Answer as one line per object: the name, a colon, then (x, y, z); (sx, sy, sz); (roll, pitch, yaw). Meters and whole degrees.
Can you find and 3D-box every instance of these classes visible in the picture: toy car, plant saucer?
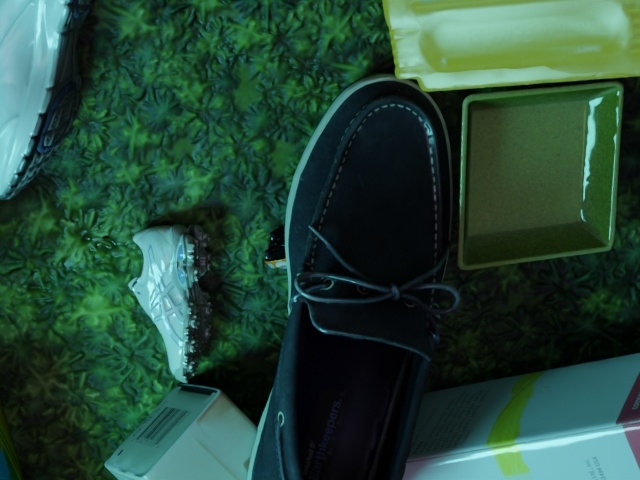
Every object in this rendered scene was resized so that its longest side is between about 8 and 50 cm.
toy car: (0.000, 0.000, 1.794); (0.122, 0.060, 0.040); (-21, 124, 5)
plant saucer: (0.221, -0.074, 1.771); (0.188, 0.045, 0.188); (-7, 110, -22)

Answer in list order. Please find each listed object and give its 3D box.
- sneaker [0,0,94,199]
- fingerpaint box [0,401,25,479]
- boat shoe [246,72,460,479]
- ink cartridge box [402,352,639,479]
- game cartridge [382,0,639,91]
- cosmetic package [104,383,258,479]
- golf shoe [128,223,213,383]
sneaker: (-0.307, -0.188, 1.698); (0.129, 0.111, 0.297); (15, 103, 7)
fingerpaint box: (-0.528, 0.369, 1.822); (0.445, 0.163, 0.371); (-14, 110, -1)
boat shoe: (0.045, 0.073, 1.709); (0.187, 0.156, 0.500); (15, 83, -18)
ink cartridge box: (0.284, 0.281, 1.773); (0.385, 0.160, 0.279); (-14, 111, 32)
game cartridge: (0.185, -0.310, 1.636); (0.285, 0.053, 0.323); (-3, 106, 26)
cosmetic package: (-0.073, 0.301, 1.819); (0.129, 0.153, 0.296); (-47, 107, -18)
golf shoe: (-0.163, 0.065, 1.810); (0.086, 0.069, 0.176); (6, 106, 15)
